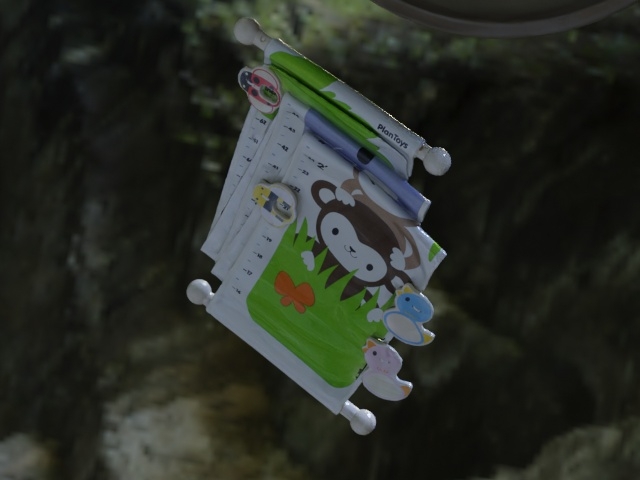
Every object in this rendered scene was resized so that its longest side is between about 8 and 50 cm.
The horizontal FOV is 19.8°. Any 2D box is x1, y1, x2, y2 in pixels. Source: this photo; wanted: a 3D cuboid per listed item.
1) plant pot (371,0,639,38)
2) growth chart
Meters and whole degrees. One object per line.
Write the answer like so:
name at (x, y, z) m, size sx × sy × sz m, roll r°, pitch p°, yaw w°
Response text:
plant pot at (0.095, -0.256, 1.003) m, size 0.280 × 0.323 × 0.323 m, roll -54°, pitch 158°, yaw -72°
growth chart at (0.000, 0.000, 1.090) m, size 0.021 × 0.172 × 0.237 m, roll -40°, pitch 155°, yaw -45°
